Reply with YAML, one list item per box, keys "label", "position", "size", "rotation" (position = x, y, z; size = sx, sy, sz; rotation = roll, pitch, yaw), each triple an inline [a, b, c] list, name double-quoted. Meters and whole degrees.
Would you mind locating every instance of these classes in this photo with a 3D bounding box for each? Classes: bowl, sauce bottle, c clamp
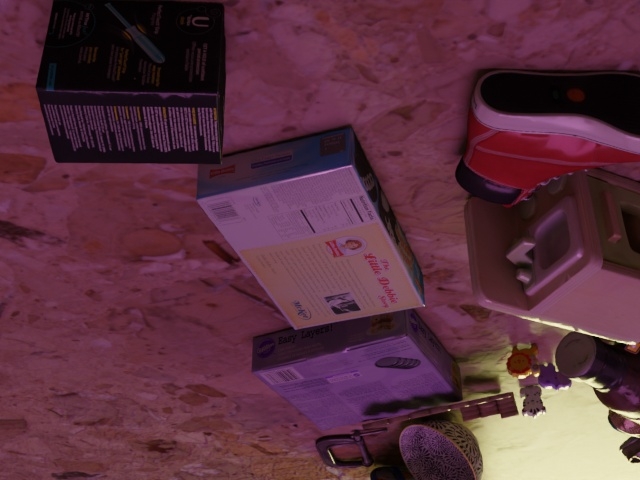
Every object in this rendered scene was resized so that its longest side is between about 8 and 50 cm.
- label: "bowl"
  position: [0.229, 0.376, 1.673]
  size: [0.080, 0.170, 0.170]
  rotation: [-33, 164, -36]
- label: "sauce bottle"
  position: [0.477, 0.213, 1.388]
  size: [0.344, 0.111, 0.111]
  rotation: [27, 137, -33]
- label: "c clamp"
  position: [0.061, 0.397, 1.774]
  size: [0.137, 0.022, 0.161]
  rotation: [-4, 145, 4]

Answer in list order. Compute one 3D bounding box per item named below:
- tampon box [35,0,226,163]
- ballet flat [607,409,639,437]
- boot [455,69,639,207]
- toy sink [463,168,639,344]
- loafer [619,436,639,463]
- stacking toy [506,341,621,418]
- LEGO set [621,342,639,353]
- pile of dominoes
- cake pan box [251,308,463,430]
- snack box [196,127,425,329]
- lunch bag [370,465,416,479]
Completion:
- label: "tampon box"
  position: [-0.171, -0.148, 0.891]
  size: [0.161, 0.120, 0.101]
  rotation: [1, 145, -3]
- label: "ballet flat"
  position: [0.590, 0.316, 1.634]
  size: [0.206, 0.073, 0.067]
  rotation: [16, 128, -29]
- label: "boot"
  position: [0.274, -0.093, 1.018]
  size: [0.244, 0.088, 0.176]
  rotation: [7, 146, 3]
- label: "toy sink"
  position: [0.305, 0.006, 1.101]
  size: [0.234, 0.153, 0.131]
  rotation: [15, 142, -21]
- label: "loafer"
  position: [0.673, 0.398, 1.732]
  size: [0.251, 0.087, 0.094]
  rotation: [4, 145, -8]
- label: "stacking toy"
  position: [0.411, 0.214, 1.492]
  size: [0.221, 0.052, 0.167]
  rotation: [-10, 145, 11]
- label: "LEGO set"
  position: [0.529, 0.098, 1.261]
  size: [0.244, 0.060, 0.182]
  rotation: [-5, 114, 7]
- label: "pile of dominoes"
  position: [0.192, 0.289, 1.523]
  size: [0.251, 0.040, 0.196]
  rotation: [-15, 168, 9]
- label: "cake pan box"
  position: [0.056, 0.202, 1.454]
  size: [0.267, 0.070, 0.246]
  rotation: [-17, 140, 22]
- label: "snack box"
  position: [0.000, 0.000, 1.163]
  size: [0.187, 0.060, 0.322]
  rotation: [-11, 144, 15]
- label: "lunch bag"
  position: [0.207, 0.514, 1.742]
  size: [0.243, 0.115, 0.303]
  rotation: [8, -173, -9]
